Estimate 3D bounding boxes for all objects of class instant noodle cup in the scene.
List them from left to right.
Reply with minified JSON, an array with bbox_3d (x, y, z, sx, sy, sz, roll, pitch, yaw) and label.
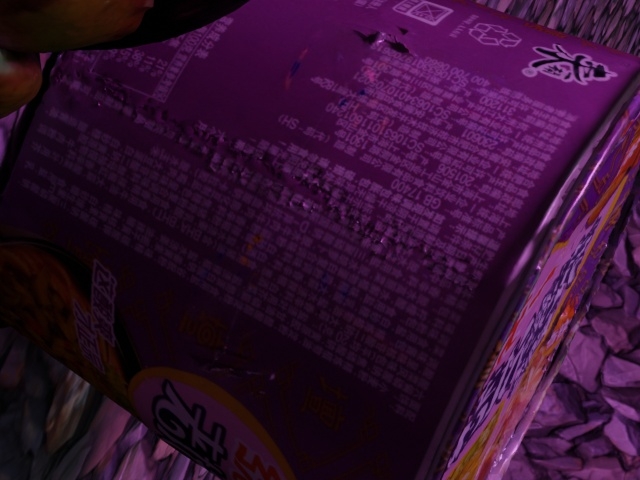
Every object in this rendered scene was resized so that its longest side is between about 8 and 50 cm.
[{"bbox_3d":[0.000,0.000,1.025,0.340,0.266,0.340,-59,166,-23],"label":"instant noodle cup"}]

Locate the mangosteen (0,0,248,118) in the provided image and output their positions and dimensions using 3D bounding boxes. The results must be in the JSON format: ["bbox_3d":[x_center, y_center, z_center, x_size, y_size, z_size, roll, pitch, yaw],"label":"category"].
[{"bbox_3d":[-0.082,-0.140,0.576,0.210,0.210,0.210,-58,167,-22],"label":"mangosteen"}]
